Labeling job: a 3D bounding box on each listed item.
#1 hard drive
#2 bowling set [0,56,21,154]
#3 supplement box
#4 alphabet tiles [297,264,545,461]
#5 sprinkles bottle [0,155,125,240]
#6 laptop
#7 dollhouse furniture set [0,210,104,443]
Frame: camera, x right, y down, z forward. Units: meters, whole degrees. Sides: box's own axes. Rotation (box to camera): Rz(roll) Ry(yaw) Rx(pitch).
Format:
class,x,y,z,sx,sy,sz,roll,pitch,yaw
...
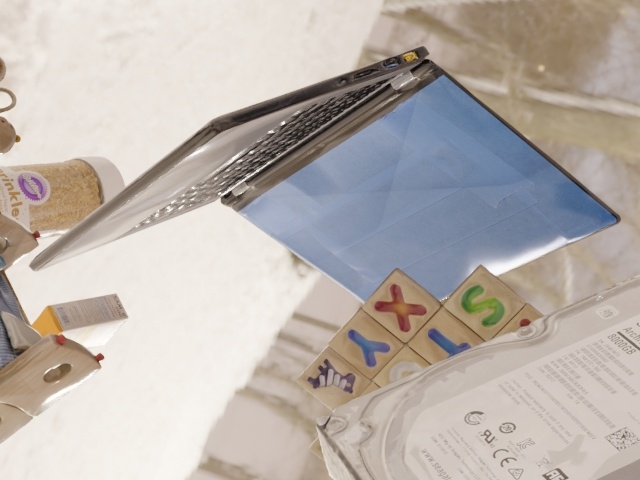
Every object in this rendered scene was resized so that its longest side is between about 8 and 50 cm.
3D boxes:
class,x,y,z,sx,sy,sz,roll,pitch,yaw
hard drive,0.194,0.138,0.895,0.237,0.338,0.064,-133,-154,-57
bowling set,-0.372,-0.177,1.119,0.287,0.154,0.200,-8,160,-44
supplement box,-0.272,0.095,1.397,0.098,0.036,0.062,-9,152,-48
alphabet tiles,0.156,0.191,1.237,0.285,0.342,0.011,-50,-177,28
sprinkles bottle,-0.451,-0.051,1.828,0.355,0.121,0.121,-11,123,-50
laptop,0.000,0.000,1.247,0.407,0.236,0.382,-25,177,-40
dollhouse furniture set,-0.259,0.048,0.828,0.129,0.129,0.183,-36,153,5
